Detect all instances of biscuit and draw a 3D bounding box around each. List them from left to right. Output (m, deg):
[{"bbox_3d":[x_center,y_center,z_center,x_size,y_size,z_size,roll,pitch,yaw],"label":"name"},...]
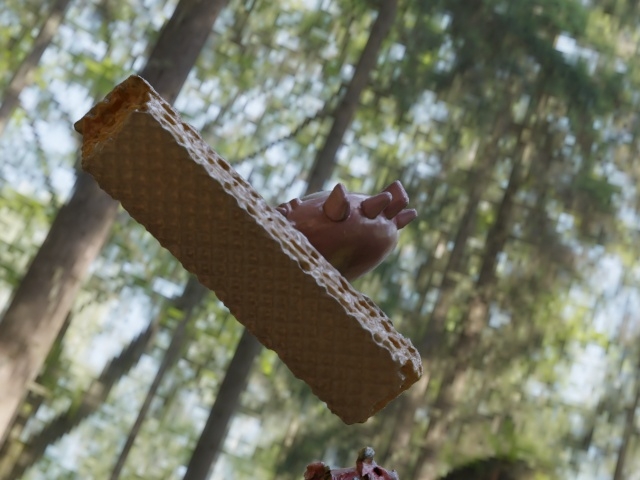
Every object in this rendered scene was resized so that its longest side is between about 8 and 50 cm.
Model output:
[{"bbox_3d":[-0.063,0.013,1.568,0.094,0.054,0.379,-38,-74,24],"label":"biscuit"}]

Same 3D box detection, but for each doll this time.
[{"bbox_3d":[0.000,0.000,1.921,0.211,0.093,0.262,-31,-23,28],"label":"doll"}]

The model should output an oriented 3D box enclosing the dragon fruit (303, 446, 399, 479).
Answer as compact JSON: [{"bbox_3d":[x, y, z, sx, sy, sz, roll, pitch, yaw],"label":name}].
[{"bbox_3d":[0.001,0.299,1.704,0.133,0.207,0.150,52,-5,-34],"label":"dragon fruit"}]
